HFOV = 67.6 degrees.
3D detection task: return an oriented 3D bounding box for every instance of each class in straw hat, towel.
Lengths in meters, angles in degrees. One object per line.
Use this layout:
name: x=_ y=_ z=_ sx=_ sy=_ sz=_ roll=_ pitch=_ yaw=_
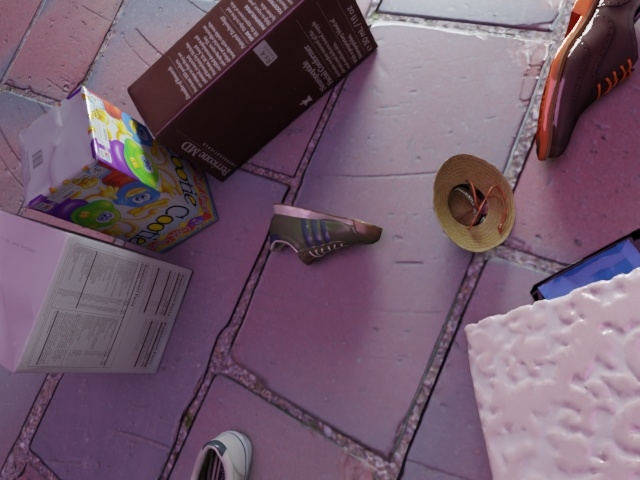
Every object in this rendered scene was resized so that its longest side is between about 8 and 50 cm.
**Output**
straw hat: x=0.196 y=-0.046 z=0.665 sx=0.061 sy=0.144 sz=0.145 roll=-18 pitch=61 yaw=64
towel: x=0.318 y=0.186 z=0.454 sx=0.331 sy=0.053 sz=0.317 roll=-27 pitch=52 yaw=35

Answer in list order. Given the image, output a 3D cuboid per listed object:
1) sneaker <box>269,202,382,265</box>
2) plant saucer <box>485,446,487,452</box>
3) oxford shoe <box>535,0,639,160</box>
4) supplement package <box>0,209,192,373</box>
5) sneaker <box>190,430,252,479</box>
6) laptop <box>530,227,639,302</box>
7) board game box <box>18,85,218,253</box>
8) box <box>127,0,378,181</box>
sneaker: x=0.000 y=0.000 z=0.750 sx=0.192 sy=0.064 sz=0.086 roll=14 pitch=89 yaw=27
plant saucer: x=0.294 y=0.234 z=0.551 sx=0.198 sy=0.036 sz=0.199 roll=-9 pitch=72 yaw=29
oxford shoe: x=0.360 y=-0.226 z=0.632 sx=0.098 sy=0.097 sz=0.271 roll=20 pitch=84 yaw=22
supplement package: x=-0.396 y=0.092 z=0.785 sx=0.199 sy=0.262 sz=0.198 roll=14 pitch=82 yaw=27
sneaker: x=-0.165 y=0.411 z=0.686 sx=0.094 sy=0.091 sz=0.258 roll=-2 pitch=75 yaw=24
laptop: x=0.402 y=0.073 z=0.500 sx=0.136 sy=0.264 sz=0.234 roll=-17 pitch=64 yaw=-20
board game box: x=-0.322 y=-0.100 z=0.800 sx=0.142 sy=0.275 sz=0.144 roll=-28 pitch=66 yaw=15
box: x=-0.109 y=-0.294 z=0.807 sx=0.381 sy=0.191 sz=0.143 roll=-38 pitch=64 yaw=11
